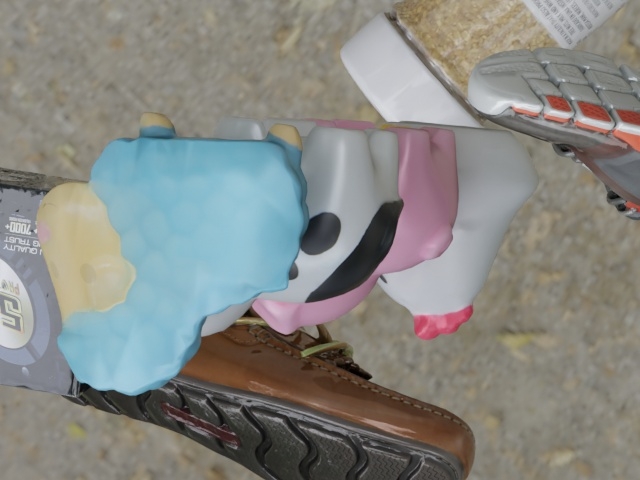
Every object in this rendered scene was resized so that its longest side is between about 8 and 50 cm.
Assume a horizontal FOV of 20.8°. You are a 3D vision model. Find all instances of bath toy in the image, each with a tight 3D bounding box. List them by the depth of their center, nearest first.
[{"bbox_3d":[0.000,0.000,0.899,0.151,0.348,0.129,7,96,27],"label":"bath toy"}]

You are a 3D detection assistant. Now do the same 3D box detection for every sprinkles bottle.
[{"bbox_3d":[0.182,-0.212,1.304,0.355,0.121,0.121,-41,101,10],"label":"sprinkles bottle"}]

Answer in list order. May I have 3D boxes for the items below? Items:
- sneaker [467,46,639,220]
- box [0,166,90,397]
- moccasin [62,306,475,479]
[{"bbox_3d":[0.134,-0.035,0.756,0.158,0.061,0.065,14,124,-11],"label":"sneaker"},{"bbox_3d":[-0.243,0.022,1.271,0.180,0.077,0.147,10,100,8],"label":"box"},{"bbox_3d":[-0.047,0.106,1.389,0.380,0.147,0.139,14,143,31],"label":"moccasin"}]
